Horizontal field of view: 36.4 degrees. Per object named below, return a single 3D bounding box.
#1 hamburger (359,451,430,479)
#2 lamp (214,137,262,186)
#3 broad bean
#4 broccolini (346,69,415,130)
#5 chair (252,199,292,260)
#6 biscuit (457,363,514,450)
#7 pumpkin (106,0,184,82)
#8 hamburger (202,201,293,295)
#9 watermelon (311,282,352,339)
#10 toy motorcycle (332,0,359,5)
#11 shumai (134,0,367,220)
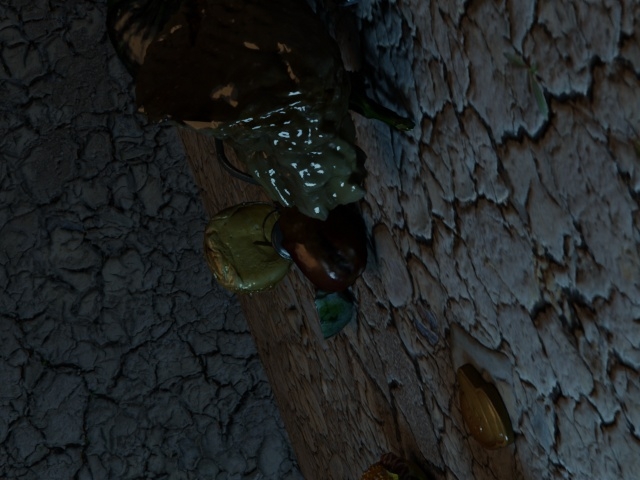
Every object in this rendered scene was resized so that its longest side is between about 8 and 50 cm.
[{"bbox_3d":[0.131,0.475,1.710,0.116,0.173,0.210,34,-171,-30],"label":"hamburger"},{"bbox_3d":[-0.144,-0.213,1.914,0.203,0.125,0.283,107,141,-65],"label":"lamp"},{"bbox_3d":[0.004,0.000,1.612,0.156,0.122,0.228,48,-176,-23],"label":"broad bean"},{"bbox_3d":[0.064,-0.185,1.253,0.201,0.074,0.058,26,133,54],"label":"broccolini"},{"bbox_3d":[-0.067,-0.013,1.854,0.104,0.095,0.221,51,170,-15],"label":"chair"},{"bbox_3d":[0.208,0.220,1.283,0.140,0.023,0.118,108,140,-71],"label":"biscuit"},{"bbox_3d":[-0.171,-0.340,1.430,0.315,0.315,0.238,69,-166,6],"label":"pumpkin"},{"bbox_3d":[-0.159,0.020,2.163,0.108,0.214,0.213,128,122,-74],"label":"hamburger"},{"bbox_3d":[0.018,0.106,1.847,0.187,0.071,0.139,77,176,-64],"label":"watermelon"},{"bbox_3d":[-0.022,-0.379,1.170,0.270,0.106,0.159,47,157,52],"label":"toy motorcycle"},{"bbox_3d":[-0.054,-0.179,1.244,0.283,0.217,0.346,30,164,-36],"label":"shumai"}]
